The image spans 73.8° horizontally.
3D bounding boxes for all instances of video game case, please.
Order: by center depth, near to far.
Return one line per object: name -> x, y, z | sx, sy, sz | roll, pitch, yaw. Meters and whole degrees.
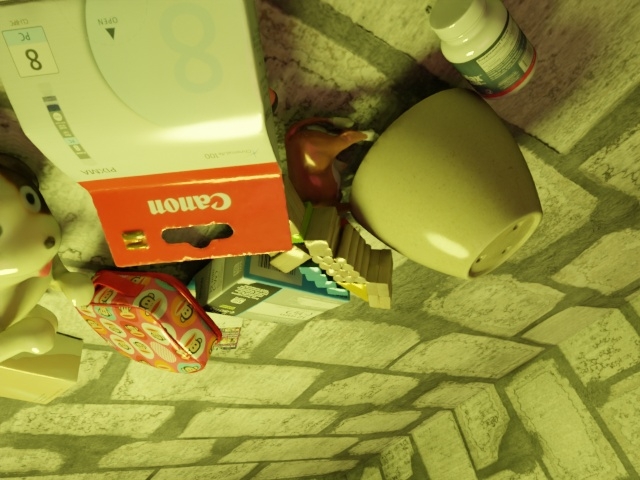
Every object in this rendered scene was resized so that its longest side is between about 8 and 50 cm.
video game case -> -0.331, 0.234, 1.152 | 0.231, 0.042, 0.210 | 1, 137, -19

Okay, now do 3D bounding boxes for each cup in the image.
cup -> 0.255, -0.070, 0.786 | 0.330, 0.237, 0.331 | -27, 148, -18

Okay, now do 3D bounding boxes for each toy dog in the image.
toy dog -> -0.586, 0.041, 0.718 | 0.395, 0.285, 0.408 | 44, 120, -6

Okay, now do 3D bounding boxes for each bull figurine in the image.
bull figurine -> 0.005, -0.108, 0.838 | 0.188, 0.101, 0.311 | -15, 146, -12

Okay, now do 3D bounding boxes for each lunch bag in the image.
lunch bag -> -0.379, 0.159, 0.900 | 0.292, 0.120, 0.258 | 0, 134, 31

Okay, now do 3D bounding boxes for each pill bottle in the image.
pill bottle -> 0.257, -0.316, 0.680 | 0.180, 0.108, 0.108 | 25, 125, -37

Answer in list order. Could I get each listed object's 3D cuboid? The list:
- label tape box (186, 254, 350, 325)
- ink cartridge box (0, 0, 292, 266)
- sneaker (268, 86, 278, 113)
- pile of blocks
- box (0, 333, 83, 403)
label tape box -> -0.135, 0.116, 0.963 | 0.248, 0.115, 0.347 | 16, 147, -31
ink cartridge box -> -0.214, -0.122, 0.577 | 0.307, 0.091, 0.386 | -5, 117, 4
sneaker -> -0.219, -0.212, 0.632 | 0.313, 0.116, 0.136 | -10, 138, -7
pile of blocks -> 0.000, 0.000, 0.796 | 0.362, 0.113, 0.148 | 38, 135, -24
box -> -0.748, 0.273, 0.995 | 0.147, 0.121, 0.311 | -34, 137, 21
